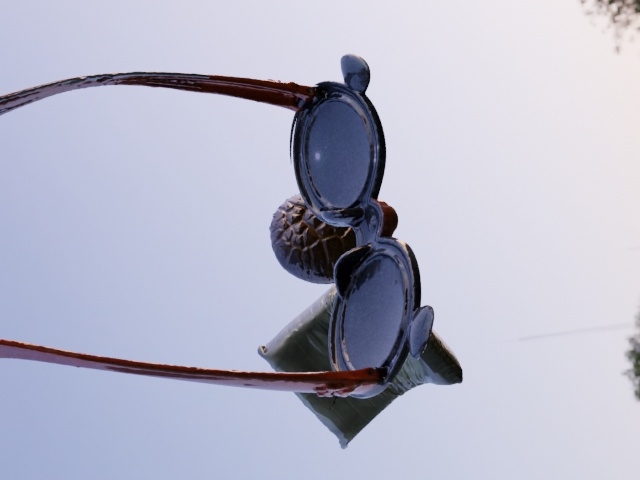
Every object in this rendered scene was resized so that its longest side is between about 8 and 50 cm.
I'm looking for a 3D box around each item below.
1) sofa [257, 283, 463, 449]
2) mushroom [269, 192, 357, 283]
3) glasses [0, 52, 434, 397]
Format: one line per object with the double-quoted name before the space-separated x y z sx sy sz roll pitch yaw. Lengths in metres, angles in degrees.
"sofa" 0.055 0.171 1.379 0.210 0.225 0.176 50 -177 -9
"mushroom" 0.000 -0.006 1.138 0.109 0.126 0.085 -67 -16 -53
"glasses" -0.073 -0.017 0.585 0.268 0.118 0.234 5 -121 -29
